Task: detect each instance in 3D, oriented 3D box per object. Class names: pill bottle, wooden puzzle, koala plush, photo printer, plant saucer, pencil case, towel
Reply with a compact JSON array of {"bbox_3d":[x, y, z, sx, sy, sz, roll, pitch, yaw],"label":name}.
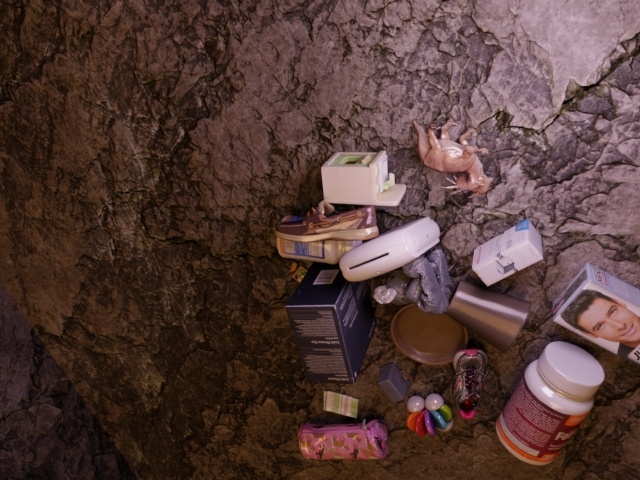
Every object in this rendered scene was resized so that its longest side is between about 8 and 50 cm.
[{"bbox_3d":[0.000,0.000,1.827,0.271,0.152,0.152,7,120,18],"label":"pill bottle"},{"bbox_3d":[-0.067,0.137,2.013,0.116,0.014,0.079,32,125,2],"label":"wooden puzzle"},{"bbox_3d":[0.296,0.156,1.754,0.221,0.196,0.203,-14,90,38],"label":"koala plush"},{"bbox_3d":[0.213,0.029,1.661,0.256,0.307,0.107,-24,90,31],"label":"photo printer"},{"bbox_3d":[0.391,0.330,1.921,0.277,0.041,0.278,9,120,16],"label":"plant saucer"},{"bbox_3d":[0.092,0.844,2.258,0.386,0.160,0.167,-14,83,28],"label":"pencil case"},{"bbox_3d":[0.085,0.696,2.258,0.151,0.023,0.113,11,122,16],"label":"towel"},{"bbox_3d":[0.762,0.542,1.779,0.224,0.224,0.392,20,124,10],"label":"pill bottle"}]

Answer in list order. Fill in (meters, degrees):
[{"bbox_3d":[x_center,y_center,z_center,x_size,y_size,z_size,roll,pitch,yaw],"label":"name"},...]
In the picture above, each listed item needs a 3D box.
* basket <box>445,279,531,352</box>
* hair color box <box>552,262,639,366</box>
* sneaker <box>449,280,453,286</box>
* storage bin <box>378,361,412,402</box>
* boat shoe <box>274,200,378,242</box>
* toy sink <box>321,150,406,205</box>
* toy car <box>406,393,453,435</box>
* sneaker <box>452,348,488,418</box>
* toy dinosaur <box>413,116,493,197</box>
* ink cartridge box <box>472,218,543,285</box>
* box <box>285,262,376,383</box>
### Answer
[{"bbox_3d":[0.535,0.236,1.749,0.226,0.154,0.204,26,126,11],"label":"basket"},{"bbox_3d":[0.926,0.245,1.615,0.374,0.114,0.185,28,124,6],"label":"hair color box"},{"bbox_3d":[0.411,0.172,1.827,0.057,0.047,0.119,28,126,-9],"label":"sneaker"},{"bbox_3d":[0.286,0.553,2.057,0.098,0.091,0.135,-30,104,32],"label":"storage bin"},{"bbox_3d":[0.013,-0.065,1.662,0.341,0.123,0.123,0,103,26],"label":"boat shoe"},{"bbox_3d":[0.139,-0.200,1.660,0.234,0.153,0.131,5,119,20],"label":"toy sink"},{"bbox_3d":[0.416,0.689,2.052,0.182,0.136,0.159,-17,110,29],"label":"toy car"},{"bbox_3d":[0.537,0.505,1.897,0.120,0.112,0.299,-3,123,7],"label":"sneaker"},{"bbox_3d":[0.376,-0.236,1.568,0.295,0.127,0.200,27,131,12],"label":"toy dinosaur"},{"bbox_3d":[0.570,0.037,1.625,0.082,0.140,0.190,47,124,-10],"label":"ink cartridge box"},{"bbox_3d":[0.049,0.262,1.837,0.178,0.343,0.313,-4,115,22],"label":"box"}]
